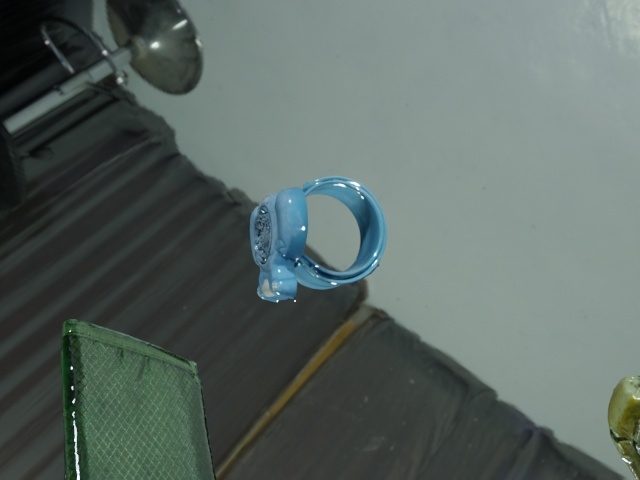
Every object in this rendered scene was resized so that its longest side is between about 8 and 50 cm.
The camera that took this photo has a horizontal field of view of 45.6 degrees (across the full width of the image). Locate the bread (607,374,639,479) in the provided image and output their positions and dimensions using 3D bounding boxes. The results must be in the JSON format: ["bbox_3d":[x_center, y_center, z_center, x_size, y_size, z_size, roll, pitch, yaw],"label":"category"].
[{"bbox_3d":[0.609,0.342,1.345,0.186,0.124,0.257,-30,109,30],"label":"bread"}]

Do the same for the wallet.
[{"bbox_3d":[-0.149,0.188,0.629,0.055,0.236,0.160,-32,142,18],"label":"wallet"}]

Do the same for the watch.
[{"bbox_3d":[0.000,0.000,1.188,0.211,0.193,0.210,179,90,-70],"label":"watch"}]
